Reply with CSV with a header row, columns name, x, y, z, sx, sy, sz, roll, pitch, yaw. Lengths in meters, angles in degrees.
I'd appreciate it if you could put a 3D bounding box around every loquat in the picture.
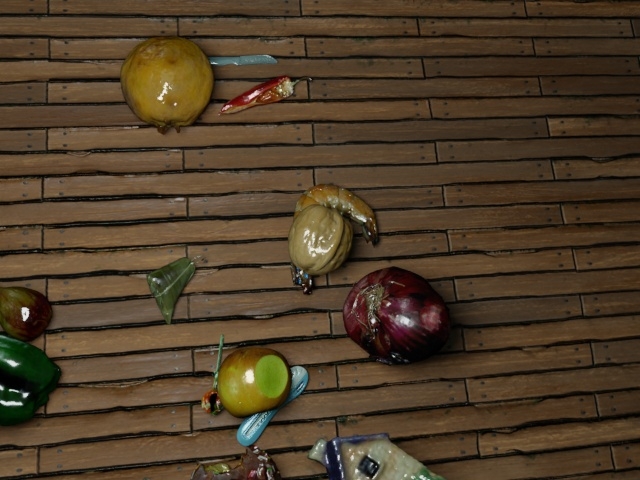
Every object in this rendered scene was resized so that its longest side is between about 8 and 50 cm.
name,x,y,z,sx,sy,sz,roll,pitch,yaw
loquat,-0.371,-0.386,1.476,0.238,0.193,0.239,3,78,-14

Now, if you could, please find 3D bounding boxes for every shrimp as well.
name,x,y,z,sx,sy,sz,roll,pitch,yaw
shrimp,0.032,0.004,1.510,0.222,0.054,0.291,13,76,-6

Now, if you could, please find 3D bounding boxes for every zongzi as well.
name,x,y,z,sx,sy,sz,roll,pitch,yaw
zongzi,-0.324,0.109,1.447,0.154,0.062,0.131,-29,103,-29

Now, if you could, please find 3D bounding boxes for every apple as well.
name,x,y,z,sx,sy,sz,roll,pitch,yaw
apple,-0.150,0.320,1.358,0.163,0.146,0.147,16,60,-37

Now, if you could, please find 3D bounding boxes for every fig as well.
name,x,y,z,sx,sy,sz,roll,pitch,yaw
fig,-0.675,0.151,1.349,0.154,0.103,0.109,34,52,-7

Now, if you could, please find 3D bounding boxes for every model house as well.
name,x,y,z,sx,sy,sz,roll,pitch,yaw
model house,0.069,0.563,1.283,0.280,0.245,0.312,35,70,8

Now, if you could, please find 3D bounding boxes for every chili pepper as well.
name,x,y,z,sx,sy,sz,roll,pitch,yaw
chili pepper,-0.147,-0.381,1.583,0.267,0.059,0.050,-25,43,-10
chili pepper,-0.696,0.275,1.286,0.260,0.165,0.174,23,93,-6

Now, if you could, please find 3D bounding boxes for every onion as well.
name,x,y,z,sx,sy,sz,roll,pitch,yaw
onion,0.183,0.174,1.379,0.280,0.281,0.221,28,78,-1

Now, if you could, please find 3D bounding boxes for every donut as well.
name,x,y,z,sx,sy,sz,roll,pitch,yaw
donut,-0.170,0.551,1.280,0.230,0.096,0.216,-34,53,11

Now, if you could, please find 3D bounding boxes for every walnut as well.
name,x,y,z,sx,sy,sz,roll,pitch,yaw
walnut,0.000,0.000,1.405,0.166,0.149,0.167,-5,100,-26

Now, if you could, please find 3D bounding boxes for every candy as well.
name,x,y,z,sx,sy,sz,roll,pitch,yaw
candy,-0.239,0.309,1.409,0.055,0.049,0.185,20,62,-35

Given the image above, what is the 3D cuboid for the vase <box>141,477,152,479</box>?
name,x,y,z,sx,sy,sz,roll,pitch,yaw
vase,-0.397,0.569,1.313,0.053,0.053,0.101,41,78,3

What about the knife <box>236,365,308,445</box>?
name,x,y,z,sx,sy,sz,roll,pitch,yaw
knife,-0.111,0.381,1.409,0.064,0.031,0.222,42,75,0

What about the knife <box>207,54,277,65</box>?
name,x,y,z,sx,sy,sz,roll,pitch,yaw
knife,-0.219,-0.476,1.610,0.210,0.015,0.028,-6,71,-10
